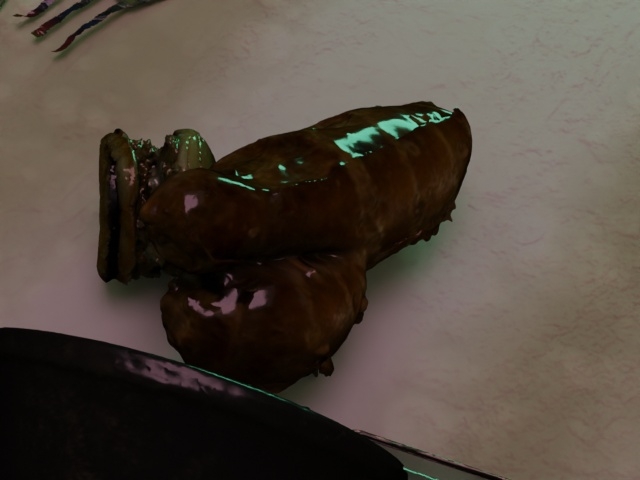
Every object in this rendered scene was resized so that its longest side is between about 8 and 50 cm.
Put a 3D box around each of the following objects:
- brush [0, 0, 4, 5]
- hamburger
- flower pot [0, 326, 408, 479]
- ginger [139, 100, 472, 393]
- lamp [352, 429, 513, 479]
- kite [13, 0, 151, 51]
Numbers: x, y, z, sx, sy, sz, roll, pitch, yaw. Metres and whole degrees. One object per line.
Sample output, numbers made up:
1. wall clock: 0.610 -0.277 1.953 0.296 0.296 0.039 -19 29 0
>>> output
1. brush: -0.389 -0.279 1.782 0.072 0.067 0.313 2 56 -3
2. hamburger: -0.156 -0.032 1.562 0.131 0.159 0.185 2 35 -6
3. flower pot: -0.145 0.241 1.277 0.379 0.379 0.251 17 74 8
4. ginger: 0.000 0.000 1.536 0.176 0.254 0.418 10 28 39
5. lamp: 0.099 0.319 1.393 0.266 0.047 0.269 17 55 9
6. kite: -0.242 -0.297 1.831 0.141 0.015 0.245 37 57 22
